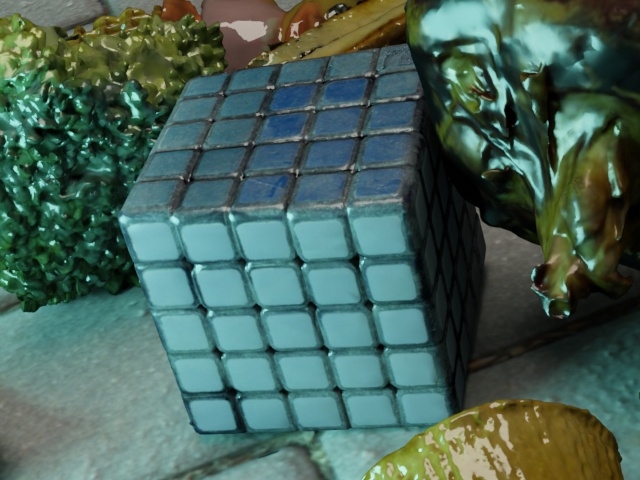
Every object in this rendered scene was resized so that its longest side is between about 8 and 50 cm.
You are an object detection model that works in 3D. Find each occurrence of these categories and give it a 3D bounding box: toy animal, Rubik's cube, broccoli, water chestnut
[{"bbox_3d":[-0.034,-0.203,1.503,0.281,0.195,0.169,-2,-5,25],"label":"toy animal"},{"bbox_3d":[0.000,0.000,1.109,0.237,0.238,0.237,-5,36,15],"label":"Rubik's cube"},{"bbox_3d":[-0.260,-0.099,1.281,0.348,0.293,0.281,6,42,-34],"label":"broccoli"},{"bbox_3d":[0.208,-0.097,0.945,0.335,0.335,0.347,14,61,37],"label":"water chestnut"}]

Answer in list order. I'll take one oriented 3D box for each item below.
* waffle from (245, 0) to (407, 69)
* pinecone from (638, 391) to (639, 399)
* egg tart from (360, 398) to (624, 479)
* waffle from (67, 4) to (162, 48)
[{"bbox_3d":[0.082,-0.142,1.311,0.308,0.213,0.091,-34,41,-29],"label":"waffle"},{"bbox_3d":[0.345,0.071,0.837,0.246,0.292,0.246,16,36,-12],"label":"pinecone"},{"bbox_3d":[0.118,0.212,0.813,0.202,0.202,0.147,-19,47,-5],"label":"egg tart"},{"bbox_3d":[-0.263,-0.230,1.717,0.253,0.056,0.249,-34,38,-28],"label":"waffle"}]
